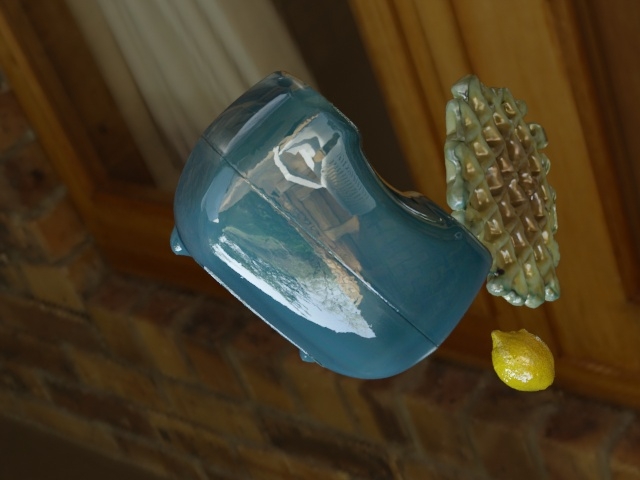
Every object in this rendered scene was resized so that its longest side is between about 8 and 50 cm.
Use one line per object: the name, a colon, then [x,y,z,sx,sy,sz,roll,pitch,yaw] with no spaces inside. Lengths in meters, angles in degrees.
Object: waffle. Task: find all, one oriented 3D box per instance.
waffle: [0.244,-0.064,1.937,0.056,0.291,0.309,-12,-109,34]

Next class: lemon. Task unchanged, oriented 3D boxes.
lemon: [0.228,0.135,1.635,0.065,0.092,0.065,-46,-174,6]

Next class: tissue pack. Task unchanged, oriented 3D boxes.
tissue pack: [0.000,0.000,1.362,0.206,0.287,0.198,-50,-158,0]
